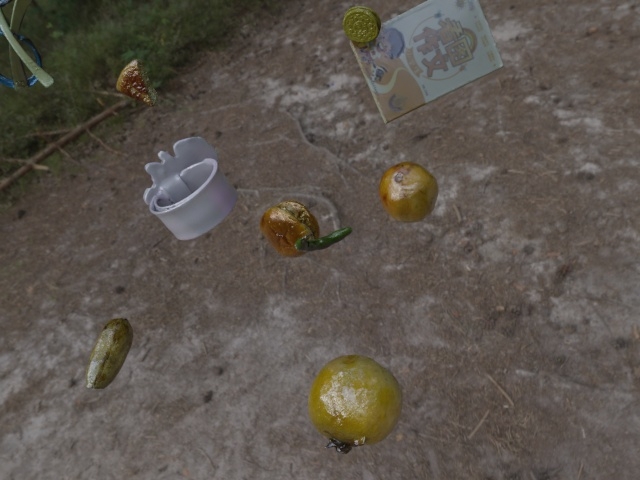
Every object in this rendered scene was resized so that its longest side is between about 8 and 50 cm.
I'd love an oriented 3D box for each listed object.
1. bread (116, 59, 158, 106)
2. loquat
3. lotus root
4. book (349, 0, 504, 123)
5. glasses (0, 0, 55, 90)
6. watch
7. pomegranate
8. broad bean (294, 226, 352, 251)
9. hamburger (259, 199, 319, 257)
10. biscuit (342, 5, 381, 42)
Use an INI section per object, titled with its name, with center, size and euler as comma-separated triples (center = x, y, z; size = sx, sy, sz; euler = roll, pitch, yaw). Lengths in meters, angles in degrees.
[bread]
center = -0.621, -0.517, 1.552
size = 0.136, 0.154, 0.054
euler = -1, 34, 21
[loquat]
center = 0.083, 0.410, 1.172
size = 0.244, 0.244, 0.244
euler = -11, 50, 13
[lotus root]
center = -0.687, 0.365, 1.533
size = 0.097, 0.110, 0.258
euler = -39, 34, 43
[book]
center = 0.242, -0.427, 1.069
size = 0.295, 0.208, 0.020
euler = -25, 8, 7
[glasses]
center = -0.498, -0.345, 0.772
size = 0.207, 0.239, 0.102
euler = 24, 45, 15
[watch]
center = -0.324, -0.139, 1.189
size = 0.244, 0.196, 0.231
euler = -46, 36, -15
[pomegranate]
center = 0.379, -0.198, 1.981
size = 0.264, 0.264, 0.264
euler = -11, 50, 13
[broad bean]
center = 0.000, 0.000, 1.754
size = 0.144, 0.292, 0.049
euler = -32, 76, 34
[hamburger]
center = -0.162, -0.050, 2.323
size = 0.170, 0.290, 0.314
euler = -49, 8, -38
[biscuit]
center = 0.089, -0.465, 1.008
size = 0.084, 0.084, 0.023
euler = 4, 62, 24
